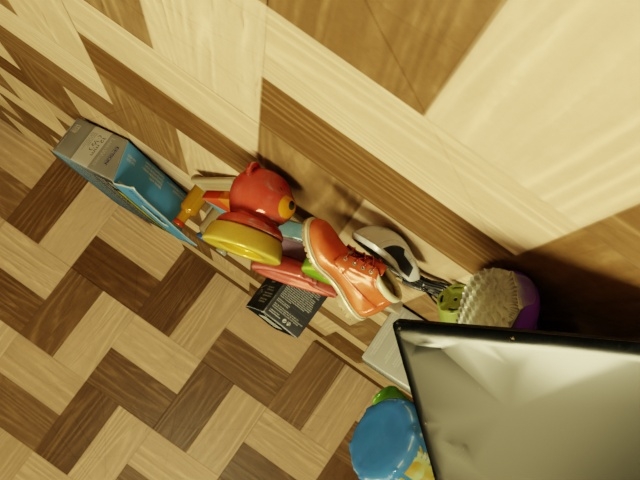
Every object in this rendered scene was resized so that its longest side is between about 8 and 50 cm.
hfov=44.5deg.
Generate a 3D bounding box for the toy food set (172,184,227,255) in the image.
[{"bbox_3d":[-0.216,-0.024,1.670,0.111,0.104,0.232,31,168,22],"label":"toy food set"}]

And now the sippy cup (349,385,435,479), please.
[{"bbox_3d":[0.184,0.413,1.486,0.224,0.240,0.305,34,162,-32],"label":"sippy cup"}]

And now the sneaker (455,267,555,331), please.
[{"bbox_3d":[0.244,0.124,0.958,0.146,0.102,0.293,1,147,-3],"label":"sneaker"}]

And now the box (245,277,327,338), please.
[{"bbox_3d":[-0.055,0.102,1.573,0.093,0.158,0.156,39,169,-14],"label":"box"}]

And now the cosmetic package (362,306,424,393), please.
[{"bbox_3d":[0.206,0.234,1.440,0.238,0.127,0.107,35,171,11],"label":"cosmetic package"}]

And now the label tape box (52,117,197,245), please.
[{"bbox_3d":[-0.435,-0.139,1.841,0.347,0.115,0.249,23,164,40],"label":"label tape box"}]

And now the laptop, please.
[{"bbox_3d":[0.336,0.204,0.860,0.381,0.236,0.408,1,122,34],"label":"laptop"}]

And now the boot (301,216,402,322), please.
[{"bbox_3d":[0.042,0.028,1.005,0.084,0.059,0.158,-23,110,37],"label":"boot"}]

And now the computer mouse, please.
[{"bbox_3d":[0.110,0.024,1.068,0.106,0.042,0.193,33,175,38],"label":"computer mouse"}]

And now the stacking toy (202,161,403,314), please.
[{"bbox_3d":[0.000,0.000,1.209,0.279,0.130,0.309,15,170,18],"label":"stacking toy"}]

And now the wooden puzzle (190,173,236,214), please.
[{"bbox_3d":[-0.132,-0.044,1.495,0.221,0.044,0.238,41,168,-27],"label":"wooden puzzle"}]

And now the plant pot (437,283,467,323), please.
[{"bbox_3d":[0.195,0.103,1.071,0.083,0.083,0.079,25,152,43],"label":"plant pot"}]
